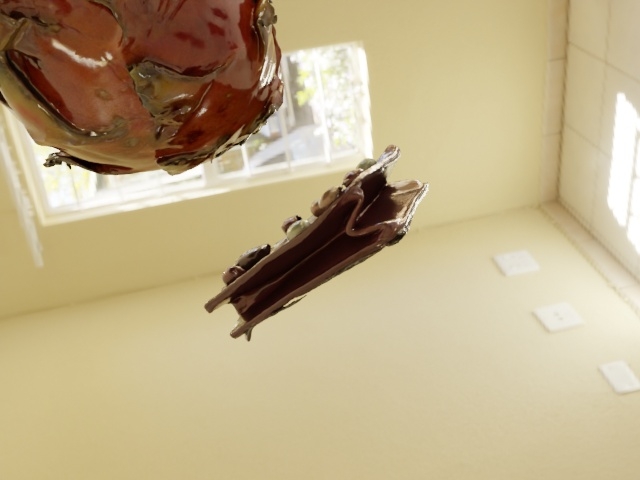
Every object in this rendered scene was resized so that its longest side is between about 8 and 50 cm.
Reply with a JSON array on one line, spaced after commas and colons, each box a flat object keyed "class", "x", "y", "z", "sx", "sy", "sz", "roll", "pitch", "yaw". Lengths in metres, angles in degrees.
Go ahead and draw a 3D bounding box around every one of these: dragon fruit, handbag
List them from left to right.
[{"class": "dragon fruit", "x": -0.170, "y": -0.171, "z": 0.698, "sx": 0.250, "sy": 0.315, "sz": 0.250, "roll": 19, "pitch": 115, "yaw": 47}, {"class": "handbag", "x": -0.002, "y": -0.003, "z": 0.803, "sx": 0.074, "sy": 0.216, "sz": 0.203, "roll": 54, "pitch": -154, "yaw": -4}]
